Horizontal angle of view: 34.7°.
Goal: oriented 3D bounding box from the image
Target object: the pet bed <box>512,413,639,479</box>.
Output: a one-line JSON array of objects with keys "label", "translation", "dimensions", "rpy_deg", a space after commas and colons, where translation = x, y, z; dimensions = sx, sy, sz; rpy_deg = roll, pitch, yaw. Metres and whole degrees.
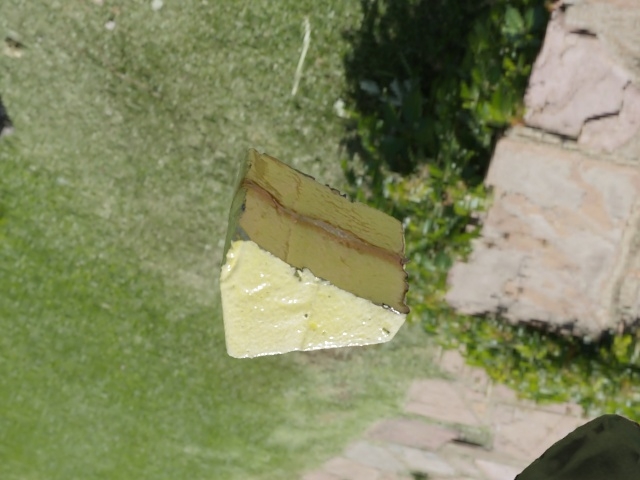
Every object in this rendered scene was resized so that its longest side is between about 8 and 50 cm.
[{"label": "pet bed", "translation": [0.224, 0.236, 0.666], "dimensions": [0.159, 0.183, 0.211], "rpy_deg": [34, -178, -40]}]

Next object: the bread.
[{"label": "bread", "translation": [0.000, 0.000, 1.330], "dimensions": [0.236, 0.263, 0.198], "rpy_deg": [0, 121, 3]}]
